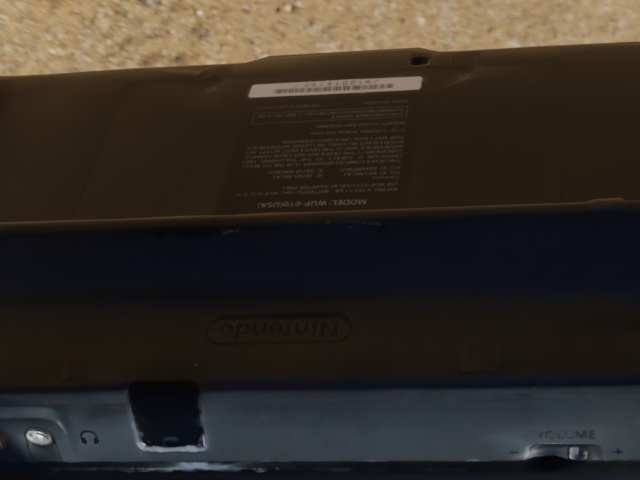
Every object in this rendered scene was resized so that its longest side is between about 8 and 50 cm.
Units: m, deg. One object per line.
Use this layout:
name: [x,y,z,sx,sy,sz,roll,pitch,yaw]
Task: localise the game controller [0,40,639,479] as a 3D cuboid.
game controller: [0.000,0.000,0.416,0.319,0.166,0.067,-1,122,10]
